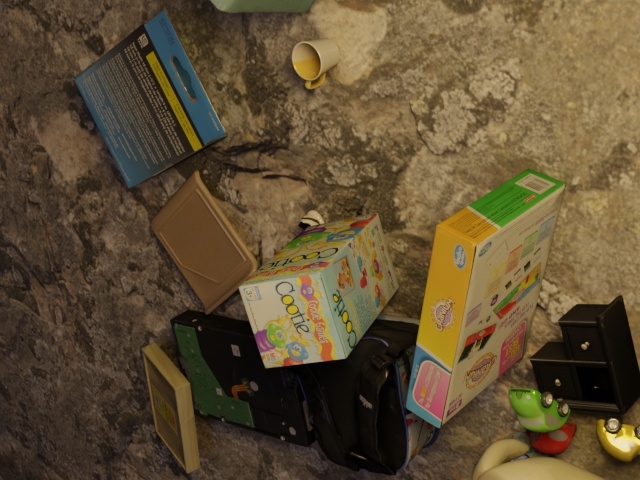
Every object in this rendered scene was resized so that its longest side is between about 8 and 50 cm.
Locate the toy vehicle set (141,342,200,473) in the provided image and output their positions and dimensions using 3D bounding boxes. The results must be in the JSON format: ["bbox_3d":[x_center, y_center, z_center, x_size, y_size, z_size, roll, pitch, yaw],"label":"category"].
[{"bbox_3d":[-0.336,0.379,2.176,0.166,0.035,0.266,40,142,42],"label":"toy vehicle set"}]

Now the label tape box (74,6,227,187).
[{"bbox_3d":[-0.287,-0.264,1.779,0.334,0.106,0.240,-20,98,46],"label":"label tape box"}]

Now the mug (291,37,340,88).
[{"bbox_3d":[-0.006,-0.288,1.534,0.062,0.064,0.078,54,137,5],"label":"mug"}]

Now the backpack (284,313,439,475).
[{"bbox_3d":[0.085,0.255,1.642,0.277,0.213,0.263,7,108,45],"label":"backpack"}]

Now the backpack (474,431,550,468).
[{"bbox_3d":[0.319,0.379,1.583,0.105,0.084,0.114,47,133,10],"label":"backpack"}]

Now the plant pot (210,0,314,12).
[{"bbox_3d":[-0.076,-0.499,1.366,0.252,0.248,0.247,-44,79,30],"label":"plant pot"}]

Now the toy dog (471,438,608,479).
[{"bbox_3d":[0.414,0.454,1.321,0.395,0.408,0.284,-118,41,-64],"label":"toy dog"}]

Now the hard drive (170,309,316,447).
[{"bbox_3d":[-0.153,0.276,1.981,0.339,0.064,0.236,5,115,40],"label":"hard drive"}]

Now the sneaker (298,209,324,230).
[{"bbox_3d":[0.000,0.000,1.703,0.109,0.044,0.040,52,135,6],"label":"sneaker"}]

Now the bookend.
[{"bbox_3d":[0.375,0.165,1.422,0.156,0.072,0.157,-2,110,44],"label":"bookend"}]

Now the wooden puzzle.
[{"bbox_3d":[-0.230,0.005,1.926,0.221,0.044,0.238,-39,79,47],"label":"wooden puzzle"}]

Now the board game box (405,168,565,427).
[{"bbox_3d":[0.235,0.082,1.384,0.064,0.242,0.316,28,128,31],"label":"board game box"}]

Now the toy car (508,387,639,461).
[{"bbox_3d":[0.351,0.272,1.410,0.225,0.053,0.239,30,156,-35],"label":"toy car"}]

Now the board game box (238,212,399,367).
[{"bbox_3d":[0.006,0.075,1.546,0.142,0.275,0.144,-10,105,25],"label":"board game box"}]
